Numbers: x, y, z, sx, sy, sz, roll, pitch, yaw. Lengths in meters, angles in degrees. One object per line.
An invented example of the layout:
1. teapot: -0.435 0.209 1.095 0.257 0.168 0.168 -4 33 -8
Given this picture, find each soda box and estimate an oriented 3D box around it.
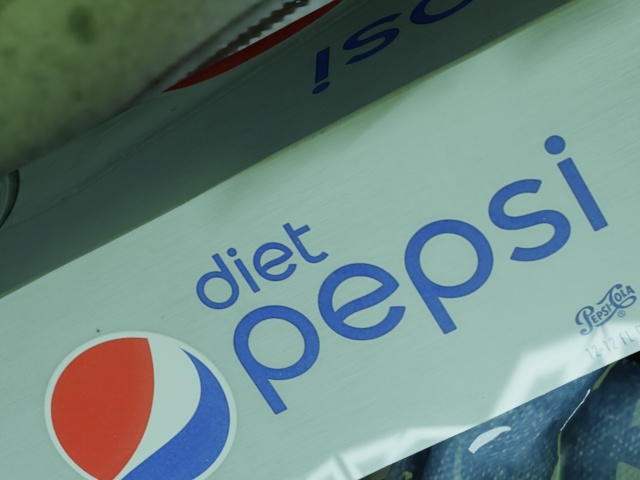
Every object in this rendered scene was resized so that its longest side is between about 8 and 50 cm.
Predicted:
1. soda box: 0.000 0.000 0.488 0.286 0.098 0.091 -26 112 15

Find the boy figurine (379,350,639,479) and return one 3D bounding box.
1. boy figurine: 0.044 0.131 0.621 0.177 0.092 0.285 20 108 -26
